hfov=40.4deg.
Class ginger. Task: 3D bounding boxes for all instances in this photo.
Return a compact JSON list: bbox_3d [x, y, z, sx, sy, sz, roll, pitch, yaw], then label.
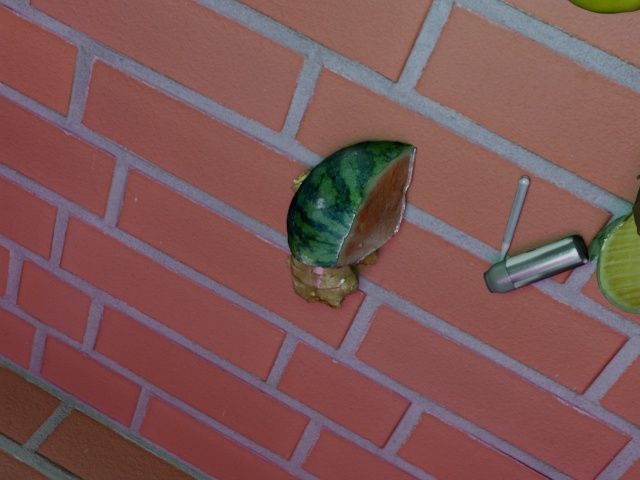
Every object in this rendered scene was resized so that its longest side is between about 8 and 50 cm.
[{"bbox_3d":[0.021,0.007,2.281,0.236,0.166,0.375,21,134,24],"label":"ginger"}]

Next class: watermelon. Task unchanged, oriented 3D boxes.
[{"bbox_3d":[0.691,0.034,2.027,0.121,0.098,0.158,-13,126,39],"label":"watermelon"},{"bbox_3d":[0.069,-0.075,2.100,0.319,0.222,0.292,3,114,3],"label":"watermelon"}]

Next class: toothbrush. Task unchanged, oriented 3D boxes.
[{"bbox_3d":[0.468,-0.010,2.145,0.030,0.025,0.342,12,125,10],"label":"toothbrush"}]

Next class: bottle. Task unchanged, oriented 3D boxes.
[{"bbox_3d":[0.526,0.063,2.122,0.254,0.096,0.079,-24,64,26],"label":"bottle"}]

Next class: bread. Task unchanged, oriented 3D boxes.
[{"bbox_3d":[0.757,0.031,1.955,0.302,0.045,0.301,-4,118,-8],"label":"bread"}]

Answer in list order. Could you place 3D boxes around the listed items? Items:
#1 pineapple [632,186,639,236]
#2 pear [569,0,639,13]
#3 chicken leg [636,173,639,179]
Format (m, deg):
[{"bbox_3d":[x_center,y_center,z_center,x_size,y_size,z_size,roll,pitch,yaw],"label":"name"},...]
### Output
[{"bbox_3d":[0.842,-0.058,1.814,0.365,0.165,0.165,1,125,-8],"label":"pineapple"},{"bbox_3d":[0.538,-0.544,1.653,0.269,0.212,0.212,35,129,7],"label":"pear"},{"bbox_3d":[0.771,-0.183,1.853,0.103,0.088,0.227,47,133,7],"label":"chicken leg"}]
